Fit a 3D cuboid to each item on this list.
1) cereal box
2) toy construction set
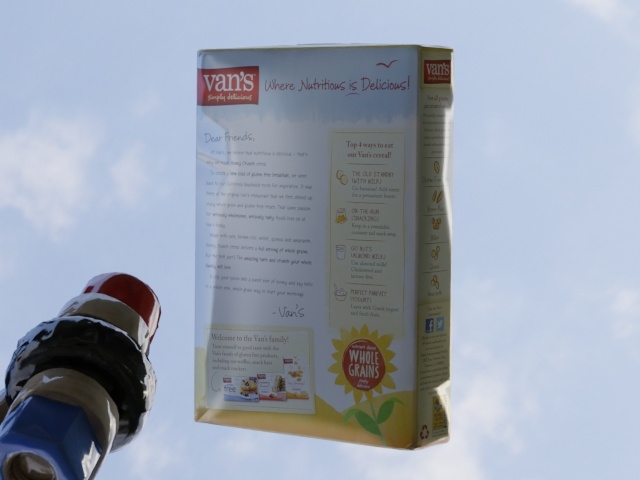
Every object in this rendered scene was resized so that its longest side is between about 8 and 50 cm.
[{"bbox_3d":[0.000,0.000,1.145,0.047,0.173,0.240,-3,-84,-53],"label":"cereal box"},{"bbox_3d":[-0.200,0.092,0.817,0.257,0.237,0.309,-5,-143,-10],"label":"toy construction set"}]
